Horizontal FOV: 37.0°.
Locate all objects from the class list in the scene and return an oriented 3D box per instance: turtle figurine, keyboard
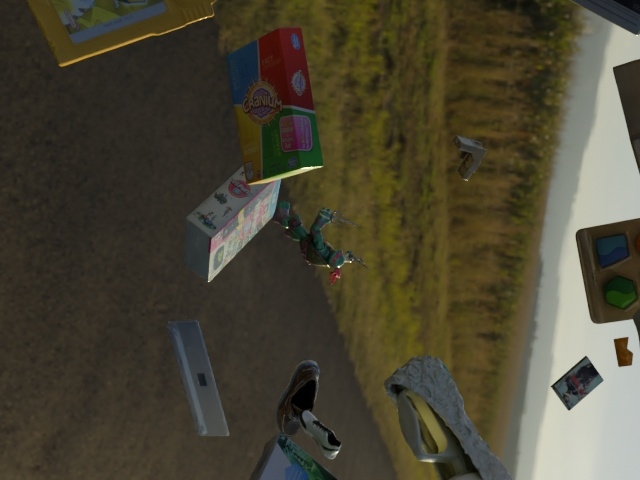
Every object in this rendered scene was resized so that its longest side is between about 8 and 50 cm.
[{"bbox_3d":[0.000,0.000,2.188,0.118,0.234,0.175,-42,144,-24],"label":"turtle figurine"},{"bbox_3d":[-0.244,0.278,1.913,0.014,0.072,0.256,-49,129,-64],"label":"keyboard"}]

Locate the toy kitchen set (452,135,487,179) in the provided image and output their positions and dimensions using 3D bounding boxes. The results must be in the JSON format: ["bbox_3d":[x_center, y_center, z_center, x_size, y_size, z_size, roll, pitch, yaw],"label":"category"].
[{"bbox_3d":[0.306,-0.191,2.110,0.083,0.075,0.068,-60,-144,28],"label":"toy kitchen set"}]

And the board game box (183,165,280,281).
[{"bbox_3d":[-0.242,-0.064,2.631,0.303,0.097,0.224,-48,165,-32],"label":"board game box"}]

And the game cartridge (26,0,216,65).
[{"bbox_3d":[-0.372,-0.484,1.702,0.053,0.323,0.285,-104,175,-51],"label":"game cartridge"}]

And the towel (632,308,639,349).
[{"bbox_3d":[0.593,0.094,1.436,0.317,0.053,0.332,-56,-176,29],"label":"towel"}]

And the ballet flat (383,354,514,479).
[{"bbox_3d":[0.233,0.399,1.719,0.409,0.147,0.147,61,-5,24],"label":"ballet flat"}]

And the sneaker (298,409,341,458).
[{"bbox_3d":[0.001,0.365,1.838,0.040,0.109,0.044,-29,162,-45],"label":"sneaker"}]

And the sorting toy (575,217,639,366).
[{"bbox_3d":[0.682,0.107,2.036,0.041,0.229,0.308,7,73,-71],"label":"sorting toy"}]

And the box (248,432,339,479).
[{"bbox_3d":[0.001,0.515,1.652,0.058,0.322,0.232,-42,-169,34],"label":"box"}]

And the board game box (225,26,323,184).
[{"bbox_3d":[-0.110,-0.304,2.210,0.064,0.242,0.317,-9,88,-36],"label":"board game box"}]

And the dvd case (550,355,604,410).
[{"bbox_3d":[0.639,0.355,2.380,0.087,0.119,0.013,53,-4,-19],"label":"dvd case"}]

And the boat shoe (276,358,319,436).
[{"bbox_3d":[-0.047,0.333,1.950,0.066,0.066,0.183,-107,-152,-62],"label":"boat shoe"}]

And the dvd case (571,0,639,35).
[{"bbox_3d":[0.364,-0.380,1.142,0.030,0.179,0.239,-56,173,-39],"label":"dvd case"}]

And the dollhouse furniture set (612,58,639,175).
[{"bbox_3d":[0.805,-0.270,1.882,0.257,0.394,0.362,-84,151,-44],"label":"dollhouse furniture set"}]
